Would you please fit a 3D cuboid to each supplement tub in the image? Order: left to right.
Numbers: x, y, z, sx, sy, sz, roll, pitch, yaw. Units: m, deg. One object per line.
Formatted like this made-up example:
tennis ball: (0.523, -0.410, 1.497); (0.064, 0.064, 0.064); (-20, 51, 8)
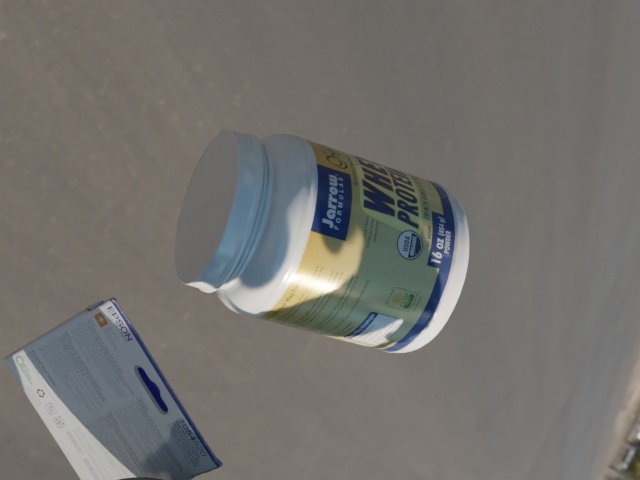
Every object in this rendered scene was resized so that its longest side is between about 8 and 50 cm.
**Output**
supplement tub: (0.000, 0.000, 1.434); (0.228, 0.316, 0.228); (-44, -143, 48)

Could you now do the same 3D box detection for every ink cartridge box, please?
ink cartridge box: (-0.227, 0.182, 1.301); (0.224, 0.223, 0.045); (-27, -173, 38)

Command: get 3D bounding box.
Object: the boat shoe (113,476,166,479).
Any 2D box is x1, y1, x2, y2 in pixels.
boat shoe: (-0.119, 0.352, 1.196); (0.116, 0.324, 0.123); (-38, 148, -65)
